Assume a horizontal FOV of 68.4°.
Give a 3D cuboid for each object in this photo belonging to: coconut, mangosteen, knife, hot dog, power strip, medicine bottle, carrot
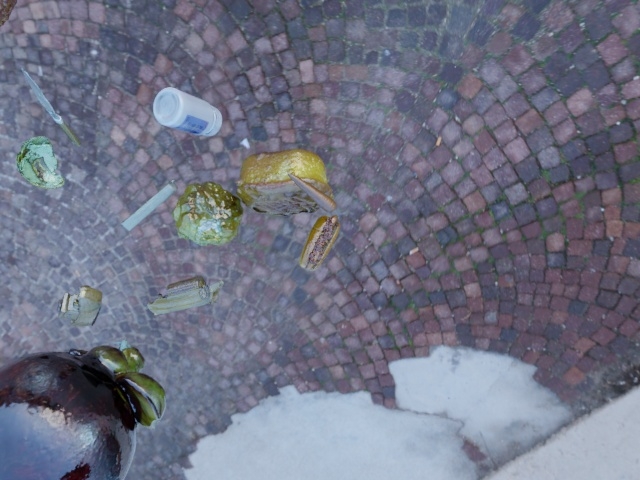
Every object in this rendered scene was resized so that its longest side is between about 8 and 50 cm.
[{"bbox_3d":[-0.841,-0.231,1.401,0.055,0.133,0.158,14,109,38],"label":"coconut"},{"bbox_3d":[-0.460,0.340,0.838,0.329,0.330,0.331,5,111,14],"label":"mangosteen"},{"bbox_3d":[-0.609,-0.292,1.068,0.047,0.298,0.017,43,73,4],"label":"knife"},{"bbox_3d":[0.000,0.000,1.804,0.102,0.076,0.249,30,75,-4],"label":"hot dog"},{"bbox_3d":[-0.691,-0.143,1.914,0.286,0.080,0.048,-42,111,-2],"label":"power strip"},{"bbox_3d":[-0.366,-0.353,1.318,0.102,0.186,0.103,0,90,24],"label":"medicine bottle"},{"bbox_3d":[-0.026,-0.158,1.551,0.048,0.048,0.216,-38,125,24],"label":"carrot"}]

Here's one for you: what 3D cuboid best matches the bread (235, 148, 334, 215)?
[{"bbox_3d":[-0.130,-0.216,1.776,0.357,0.337,0.204,-4,81,9],"label":"bread"}]

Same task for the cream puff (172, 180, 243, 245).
[{"bbox_3d":[-0.439,-0.088,1.817,0.282,0.282,0.185,50,138,-6],"label":"cream puff"}]

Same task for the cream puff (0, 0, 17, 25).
[{"bbox_3d":[-0.693,-0.490,0.917,0.163,0.240,0.240,31,117,-19],"label":"cream puff"}]

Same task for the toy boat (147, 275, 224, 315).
[{"bbox_3d":[-0.519,0.207,1.813,0.309,0.089,0.116,-13,89,12],"label":"toy boat"}]

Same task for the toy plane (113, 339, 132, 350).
[{"bbox_3d":[-0.642,0.347,1.539,0.080,0.033,0.083,23,146,-4],"label":"toy plane"}]

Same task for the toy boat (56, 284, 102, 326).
[{"bbox_3d":[-0.788,0.214,1.534,0.121,0.089,0.321,13,153,-27],"label":"toy boat"}]
